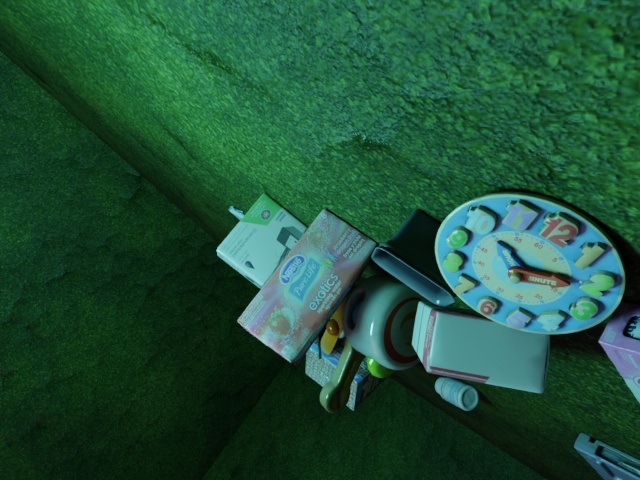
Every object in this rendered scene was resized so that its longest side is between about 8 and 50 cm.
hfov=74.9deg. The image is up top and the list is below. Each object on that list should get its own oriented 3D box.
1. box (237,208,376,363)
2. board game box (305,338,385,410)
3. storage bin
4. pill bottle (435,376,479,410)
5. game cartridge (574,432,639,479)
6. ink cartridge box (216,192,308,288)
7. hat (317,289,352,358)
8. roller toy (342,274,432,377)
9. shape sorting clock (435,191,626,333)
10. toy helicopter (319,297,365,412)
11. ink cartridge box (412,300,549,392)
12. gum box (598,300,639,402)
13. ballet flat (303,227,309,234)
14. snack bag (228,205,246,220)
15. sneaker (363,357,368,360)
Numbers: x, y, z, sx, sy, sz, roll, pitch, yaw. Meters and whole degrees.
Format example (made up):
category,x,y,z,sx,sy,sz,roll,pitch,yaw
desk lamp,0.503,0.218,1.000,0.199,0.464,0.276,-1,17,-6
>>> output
category,x,y,z,sx,sy,sz,roll,pitch,yaw
box,-0.023,0.104,0.908,0.142,0.300,0.154,34,166,11
board game box,0.128,0.421,1.523,0.232,0.291,0.141,28,128,35
storage bin,0.161,0.025,0.640,0.135,0.091,0.098,36,166,10
pill bottle,0.489,0.548,1.515,0.087,0.087,0.160,41,166,-13
game cartridge,0.808,0.596,0.957,0.230,0.068,0.355,48,163,-23
ink cartridge box,-0.109,0.040,1.124,0.272,0.198,0.115,38,165,-4
hat,0.044,0.222,1.367,0.133,0.332,0.331,-2,160,3
roller toy,0.155,0.177,0.940,0.146,0.209,0.191,12,127,59
shape sorting clock,0.233,0.035,0.493,0.206,0.040,0.206,23,135,25
toy helicopter,0.083,0.277,1.087,0.235,0.355,0.140,26,176,-40
ink cartridge box,0.240,0.158,0.670,0.158,0.092,0.218,9,175,7
gum box,0.415,0.151,0.478,0.188,0.062,0.107,44,164,-26
ballet flat,0.000,0.000,1.046,0.114,0.041,0.041,30,164,32
snack bag,-0.161,0.028,1.548,0.323,0.037,0.342,28,163,33
sneaker,0.193,0.273,1.357,0.099,0.153,0.282,-115,22,-51
